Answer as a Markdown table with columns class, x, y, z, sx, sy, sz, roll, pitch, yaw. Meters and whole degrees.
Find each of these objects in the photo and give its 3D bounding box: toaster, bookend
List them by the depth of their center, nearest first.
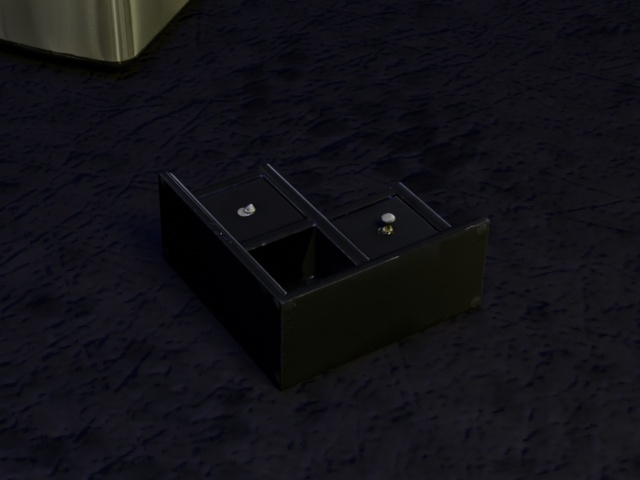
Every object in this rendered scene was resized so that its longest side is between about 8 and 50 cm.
| class | x | y | z | sx | sy | sz | roll | pitch | yaw |
| --- | --- | --- | --- | --- | --- | --- | --- | --- | --- |
| bookend | 0.000 | 0.000 | 0.978 | 0.157 | 0.072 | 0.156 | -20 | 43 | -26 |
| toaster | -0.203 | -0.226 | 1.228 | 0.168 | 0.110 | 0.185 | 14 | 40 | 17 |
